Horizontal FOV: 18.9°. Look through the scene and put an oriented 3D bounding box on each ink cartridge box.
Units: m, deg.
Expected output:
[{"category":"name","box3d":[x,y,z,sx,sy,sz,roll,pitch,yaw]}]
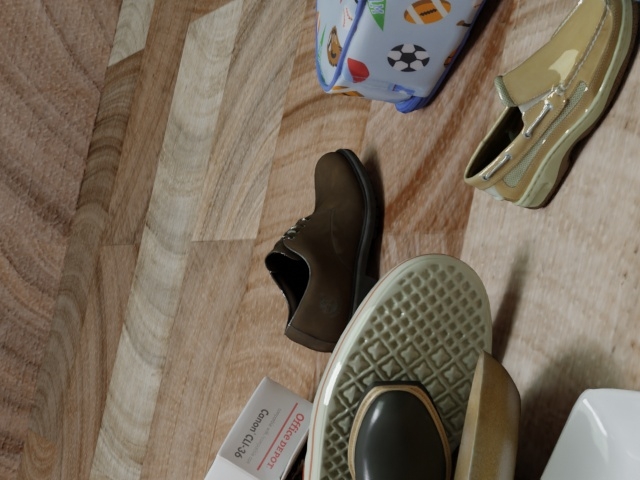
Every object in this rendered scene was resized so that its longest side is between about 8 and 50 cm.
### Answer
[{"category":"ink cartridge box","box3d":[-0.065,0.210,1.793,0.115,0.067,0.198,-59,-1,-46]}]

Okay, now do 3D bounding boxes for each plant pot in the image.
[{"category":"plant pot","box3d":[0.102,0.191,1.269,0.236,0.032,0.236,10,-90,-87]}]

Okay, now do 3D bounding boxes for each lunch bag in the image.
[{"category":"lunch bag","box3d":[0.087,-0.277,1.658,0.303,0.115,0.243,121,158,-49]}]

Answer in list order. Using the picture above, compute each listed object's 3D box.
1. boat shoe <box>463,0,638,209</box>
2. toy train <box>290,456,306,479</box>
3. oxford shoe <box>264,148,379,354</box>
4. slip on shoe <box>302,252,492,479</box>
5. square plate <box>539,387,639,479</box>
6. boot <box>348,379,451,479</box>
[{"category":"boat shoe","box3d":[0.157,-0.102,1.348,0.068,0.072,0.190,-99,28,-53]},{"category":"toy train","box3d":[-0.030,0.247,1.791,0.158,0.027,0.036,120,169,-48]},{"category":"oxford shoe","box3d":[0.000,0.000,1.761,0.083,0.096,0.227,118,160,-47]},{"category":"slip on shoe","box3d":[0.043,0.152,1.470,0.101,0.123,0.331,-101,24,-63]},{"category":"square plate","box3d":[0.156,0.242,1.003,0.344,0.049,0.347,-64,15,-11]},{"category":"boot","box3d":[0.058,0.213,1.365,0.137,0.077,0.198,-87,-6,-65]}]
